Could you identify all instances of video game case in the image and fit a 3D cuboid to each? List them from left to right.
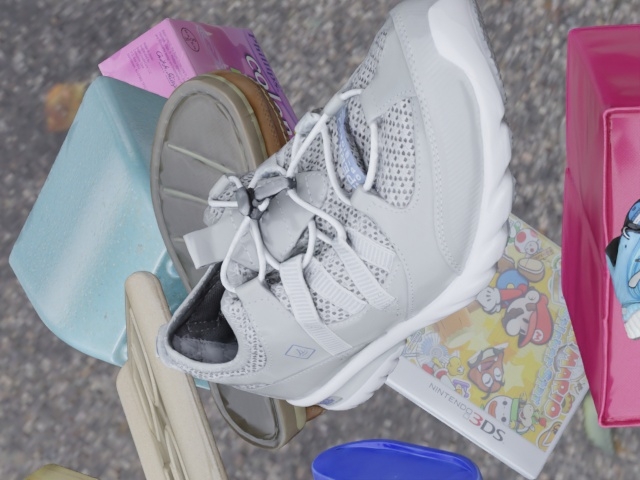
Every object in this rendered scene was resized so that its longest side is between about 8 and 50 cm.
[{"bbox_3d":[0.198,0.103,1.634,0.206,0.227,0.026,34,167,-8],"label":"video game case"}]

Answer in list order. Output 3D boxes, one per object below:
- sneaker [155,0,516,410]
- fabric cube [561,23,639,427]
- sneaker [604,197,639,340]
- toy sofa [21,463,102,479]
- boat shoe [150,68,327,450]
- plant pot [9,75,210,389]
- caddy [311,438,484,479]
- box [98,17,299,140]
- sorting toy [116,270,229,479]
[{"bbox_3d":[0.000,0.000,0.692,0.115,0.105,0.281,1,144,-20],"label":"sneaker"},{"bbox_3d":[0.329,-0.021,1.213,0.254,0.258,0.259,-1,110,3],"label":"fabric cube"},{"bbox_3d":[0.197,0.008,0.883,0.073,0.063,0.162,61,164,8],"label":"sneaker"},{"bbox_3d":[-0.161,0.347,1.007,0.150,0.177,0.363,12,120,41],"label":"toy sofa"},{"bbox_3d":[-0.042,0.003,1.119,0.110,0.104,0.307,24,134,34],"label":"boat shoe"},{"bbox_3d":[-0.148,0.019,1.603,0.247,0.252,0.247,18,111,-28],"label":"plant pot"},{"bbox_3d":[0.068,0.360,1.742,0.341,0.241,0.179,4,116,54],"label":"caddy"},{"bbox_3d":[-0.136,-0.157,1.976,0.117,0.243,0.214,-30,81,21],"label":"box"},{"bbox_3d":[-0.105,0.200,1.283,0.229,0.041,0.307,111,141,-62],"label":"sorting toy"}]
